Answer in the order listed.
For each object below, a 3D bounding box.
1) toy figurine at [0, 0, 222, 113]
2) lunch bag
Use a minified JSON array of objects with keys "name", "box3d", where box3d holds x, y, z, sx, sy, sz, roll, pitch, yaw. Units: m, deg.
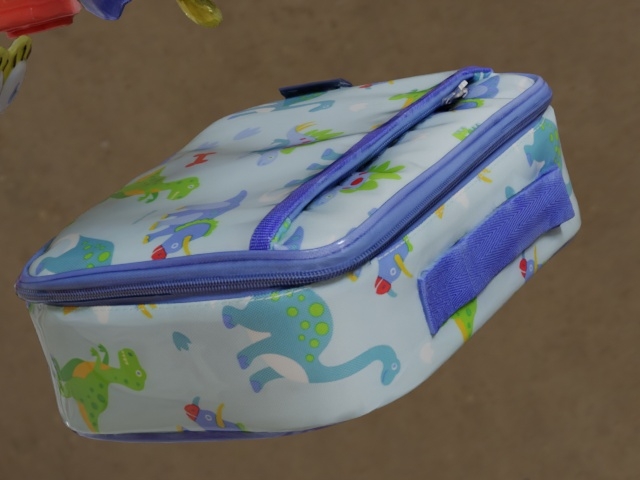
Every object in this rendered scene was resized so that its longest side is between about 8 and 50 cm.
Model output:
[{"name":"toy figurine","box3d":[-0.095,-0.149,0.673,0.217,0.362,0.191,-12,92,14]},{"name":"lunch bag","box3d":[0.000,0.000,0.791,0.176,0.219,0.090,-3,111,34]}]
